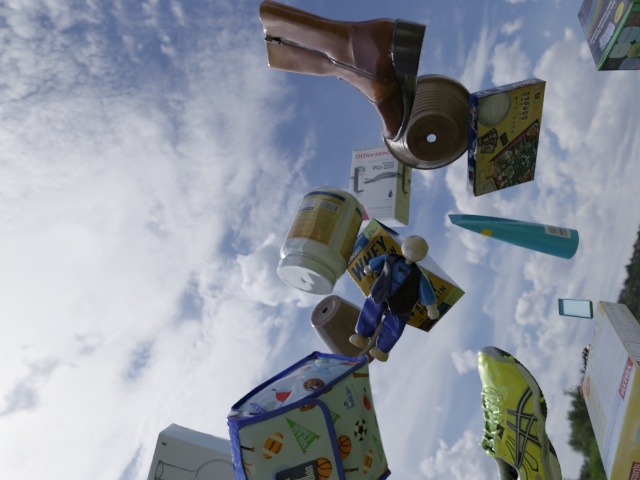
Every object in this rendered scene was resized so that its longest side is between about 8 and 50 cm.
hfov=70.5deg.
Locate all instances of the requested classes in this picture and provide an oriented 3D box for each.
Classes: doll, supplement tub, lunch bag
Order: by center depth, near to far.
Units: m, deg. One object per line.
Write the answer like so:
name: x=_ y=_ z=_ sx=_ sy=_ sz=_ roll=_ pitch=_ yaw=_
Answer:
doll: x=0.110 y=0.080 z=0.651 sx=0.046 sy=0.129 sz=0.189 roll=-9 pitch=-57 yaw=-55
supplement tub: x=0.000 y=0.000 z=0.961 sx=0.144 sy=0.144 sz=0.200 roll=54 pitch=-132 yaw=-44
lunch bag: x=-0.026 y=0.475 z=1.037 sx=0.385 sy=0.238 sz=0.328 roll=-13 pitch=-88 yaw=-50

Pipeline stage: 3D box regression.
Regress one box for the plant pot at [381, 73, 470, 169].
plant pot: x=0.263 y=-0.267 z=1.092 sx=0.110 sy=0.237 sz=0.238 roll=-75 pitch=-24 yaw=-55

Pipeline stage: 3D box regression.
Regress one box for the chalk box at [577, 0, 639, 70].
chalk box: x=0.559 y=-0.384 z=0.782 sx=0.132 sy=0.131 sz=0.213 roll=82 pitch=-170 yaw=-60

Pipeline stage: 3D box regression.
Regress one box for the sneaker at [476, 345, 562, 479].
sneaker: x=0.465 y=0.453 z=1.114 sx=0.147 sy=0.145 sz=0.385 roll=-17 pitch=-94 yaw=-21

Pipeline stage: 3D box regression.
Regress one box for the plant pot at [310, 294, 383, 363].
plant pot: x=0.089 y=0.329 z=1.732 sx=0.229 sy=0.263 sz=0.263 roll=46 pitch=-113 yaw=-23

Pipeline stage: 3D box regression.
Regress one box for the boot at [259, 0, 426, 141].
boot: x=0.034 y=-0.294 z=0.826 sx=0.264 sy=0.280 sz=0.096 roll=73 pitch=-149 yaw=-70

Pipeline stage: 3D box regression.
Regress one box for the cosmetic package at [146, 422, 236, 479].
cosmetic package: x=-0.328 y=0.719 z=1.197 sx=0.097 sy=0.284 sz=0.378 roll=35 pitch=-113 yaw=-80

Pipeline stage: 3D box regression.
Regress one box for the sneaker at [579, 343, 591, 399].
sneaker: x=0.558 y=0.272 z=0.852 sx=0.092 sy=0.088 sz=0.225 roll=-21 pitch=-55 yaw=-3

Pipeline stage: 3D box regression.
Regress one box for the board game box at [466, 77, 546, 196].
board game box: x=0.426 y=-0.235 z=1.053 sx=0.164 sy=0.042 sz=0.243 roll=-15 pitch=-56 yaw=-8

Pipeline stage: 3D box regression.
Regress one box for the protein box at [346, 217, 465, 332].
protein box: x=0.190 y=0.083 z=1.072 sx=0.201 sy=0.200 sz=0.136 roll=26 pitch=-71 yaw=-39

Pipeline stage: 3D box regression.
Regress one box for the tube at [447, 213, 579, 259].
tube: x=0.324 y=-0.016 z=0.773 sx=0.080 sy=0.206 sz=0.052 roll=-44 pitch=-33 yaw=-77

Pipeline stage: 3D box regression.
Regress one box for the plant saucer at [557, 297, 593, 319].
plant saucer: x=0.898 y=0.239 z=1.596 sx=0.192 sy=0.018 sz=0.067 roll=115 pitch=155 yaw=-84

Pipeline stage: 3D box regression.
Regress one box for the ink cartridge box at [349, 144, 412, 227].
ink cartridge box: x=0.169 y=-0.153 z=1.279 sx=0.092 sy=0.158 sz=0.218 roll=21 pitch=-108 yaw=-52

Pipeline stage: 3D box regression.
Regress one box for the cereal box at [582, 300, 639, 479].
cereal box: x=0.436 y=0.210 z=0.661 sx=0.240 sy=0.047 sz=0.173 roll=-33 pitch=-52 yaw=-64
